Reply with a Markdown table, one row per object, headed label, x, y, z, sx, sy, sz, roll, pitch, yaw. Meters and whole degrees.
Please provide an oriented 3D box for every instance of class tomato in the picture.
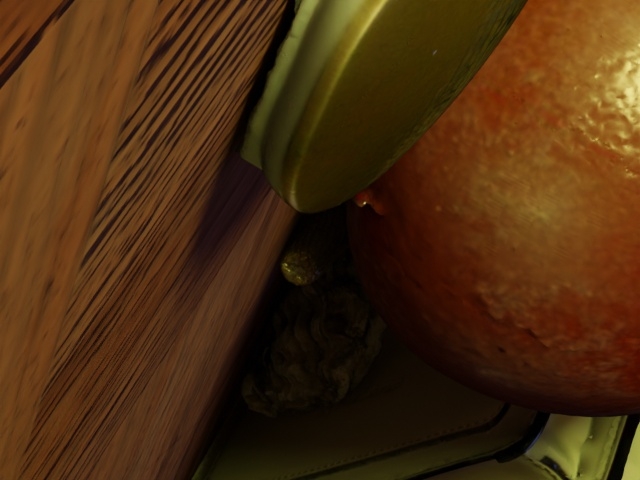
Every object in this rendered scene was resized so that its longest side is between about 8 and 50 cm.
| label | x | y | z | sx | sy | sz | roll | pitch | yaw |
| --- | --- | --- | --- | --- | --- | --- | --- | --- | --- |
| tomato | 0.141 | -0.042 | 0.873 | 0.265 | 0.265 | 0.265 | -62 | 177 | -5 |

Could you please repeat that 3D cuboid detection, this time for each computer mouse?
| label | x | y | z | sx | sy | sz | roll | pitch | yaw |
| --- | --- | --- | --- | --- | --- | --- | --- | --- | --- |
| computer mouse | 0.049 | -0.103 | 0.544 | 0.126 | 0.056 | 0.245 | -63 | 178 | 42 |

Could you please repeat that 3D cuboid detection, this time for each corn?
| label | x | y | z | sx | sy | sz | roll | pitch | yaw |
| --- | --- | --- | --- | --- | --- | --- | --- | --- | --- |
| corn | 0.000 | 0.000 | 0.945 | 0.083 | 0.027 | 0.028 | -51 | 153 | -64 |

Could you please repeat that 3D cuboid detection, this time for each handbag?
| label | x | y | z | sx | sy | sz | roll | pitch | yaw |
| --- | --- | --- | --- | --- | --- | --- | --- | --- | --- |
| handbag | 0.091 | 0.115 | 1.141 | 0.359 | 0.160 | 0.236 | -23 | -145 | 49 |

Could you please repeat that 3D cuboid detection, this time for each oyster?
| label | x | y | z | sx | sy | sz | roll | pitch | yaw |
| --- | --- | --- | --- | --- | --- | --- | --- | --- | --- |
| oyster | 0.004 | 0.036 | 1.099 | 0.125 | 0.064 | 0.177 | -150 | -103 | -78 |
